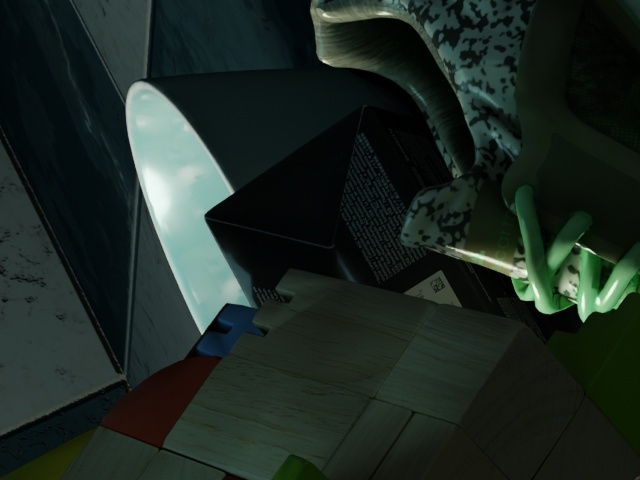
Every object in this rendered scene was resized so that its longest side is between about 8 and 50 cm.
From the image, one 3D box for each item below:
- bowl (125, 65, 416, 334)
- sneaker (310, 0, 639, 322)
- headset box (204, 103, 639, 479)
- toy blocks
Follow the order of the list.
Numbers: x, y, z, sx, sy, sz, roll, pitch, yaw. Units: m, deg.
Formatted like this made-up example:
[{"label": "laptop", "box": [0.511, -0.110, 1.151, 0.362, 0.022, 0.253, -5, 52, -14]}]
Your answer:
[{"label": "bowl", "box": [0.000, 0.000, 1.377, 0.311, 0.163, 0.311, 58, 164, 27]}, {"label": "sneaker", "box": [0.130, -0.006, 0.876, 0.410, 0.182, 0.158, 56, 162, 32]}, {"label": "headset box", "box": [0.085, 0.055, 1.065, 0.218, 0.110, 0.293, 61, -162, 12]}, {"label": "toy blocks", "box": [-0.056, 0.154, 0.794, 0.261, 0.381, 0.191, 11, 150, 51]}]
